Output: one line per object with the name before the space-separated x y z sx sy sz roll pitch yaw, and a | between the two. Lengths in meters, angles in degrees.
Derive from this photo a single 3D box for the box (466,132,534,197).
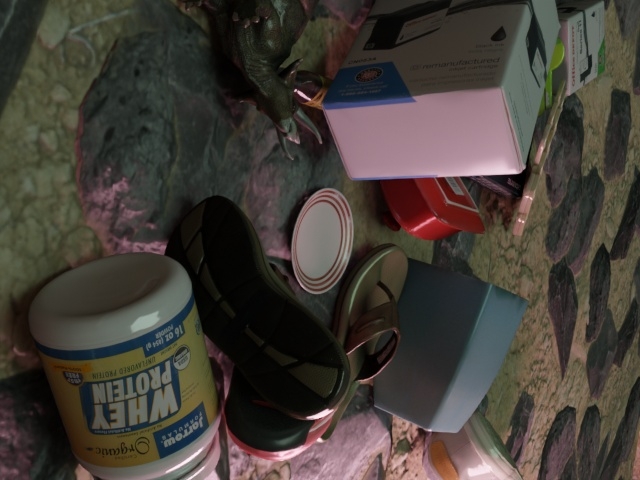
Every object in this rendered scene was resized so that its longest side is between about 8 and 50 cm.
box | 0.316 -0.184 1.437 0.220 0.051 0.175 17 83 -55

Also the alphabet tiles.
alphabet tiles | 0.412 -0.150 1.506 0.278 0.021 0.284 88 23 -55

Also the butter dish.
butter dish | 0.142 -0.057 1.177 0.159 0.118 0.160 9 48 -53

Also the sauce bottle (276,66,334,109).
sauce bottle | -0.012 -0.185 0.988 0.128 0.042 0.042 4 94 -53

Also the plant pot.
plant pot | 0.186 0.168 1.244 0.165 0.165 0.234 21 87 -54

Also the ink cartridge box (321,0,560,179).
ink cartridge box | 0.163 -0.226 1.022 0.129 0.223 0.308 64 37 -38

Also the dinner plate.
dinner plate | 0.000 0.000 1.065 0.141 0.017 0.141 -16 111 -51

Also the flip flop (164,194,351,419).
flip flop | -0.063 0.066 0.801 0.112 0.277 0.080 -46 151 2

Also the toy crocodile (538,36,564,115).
toy crocodile | 0.371 -0.388 1.402 0.115 0.105 0.341 -45 132 -67

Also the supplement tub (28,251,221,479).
supplement tub | -0.172 0.127 0.742 0.144 0.144 0.200 -36 125 -45

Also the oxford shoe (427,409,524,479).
oxford shoe | 0.296 0.427 1.493 0.130 0.169 0.449 -34 147 6

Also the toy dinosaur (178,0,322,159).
toy dinosaur | -0.054 -0.264 0.876 0.160 0.120 0.314 39 61 -64

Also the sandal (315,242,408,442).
sandal | 0.065 0.147 1.128 0.120 0.086 0.303 49 59 -48

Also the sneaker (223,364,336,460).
sneaker | -0.046 0.191 0.874 0.314 0.115 0.136 -71 179 -83

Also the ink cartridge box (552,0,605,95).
ink cartridge box | 0.494 -0.386 1.611 0.208 0.086 0.153 -34 123 -45
